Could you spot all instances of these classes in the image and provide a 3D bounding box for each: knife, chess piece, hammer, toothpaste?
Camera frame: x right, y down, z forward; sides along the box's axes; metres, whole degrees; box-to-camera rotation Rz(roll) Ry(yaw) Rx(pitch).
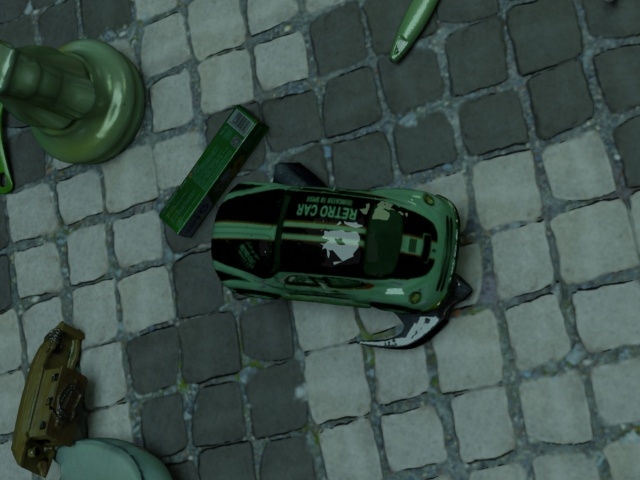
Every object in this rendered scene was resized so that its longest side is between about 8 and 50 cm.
[{"bbox_3d":[-0.456,-0.146,1.755,0.078,0.023,0.166,-14,74,30],"label":"knife"},{"bbox_3d":[-0.368,-0.200,1.562,0.176,0.298,0.175,-4,81,25],"label":"chess piece"},{"bbox_3d":[0.036,0.012,1.457,0.137,0.037,0.290,-49,64,10],"label":"hammer"},{"bbox_3d":[-0.135,-0.087,1.566,0.043,0.037,0.178,40,101,24],"label":"toothpaste"},{"bbox_3d":[0.159,-0.339,1.466,0.043,0.020,0.293,30,94,31],"label":"knife"}]

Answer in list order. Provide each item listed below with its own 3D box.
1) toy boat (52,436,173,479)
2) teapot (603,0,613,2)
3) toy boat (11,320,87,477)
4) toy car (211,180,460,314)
[{"bbox_3d":[-0.258,0.316,1.548,0.208,0.079,0.134,-4,71,38],"label":"toy boat"},{"bbox_3d":[0.281,-0.378,1.369,0.159,0.116,0.245,-11,82,14],"label":"teapot"},{"bbox_3d":[-0.342,0.201,1.589,0.077,0.057,0.200,-15,54,37],"label":"toy boat"},{"bbox_3d":[0.000,0.000,1.386,0.306,0.125,0.136,6,82,25],"label":"toy car"}]
